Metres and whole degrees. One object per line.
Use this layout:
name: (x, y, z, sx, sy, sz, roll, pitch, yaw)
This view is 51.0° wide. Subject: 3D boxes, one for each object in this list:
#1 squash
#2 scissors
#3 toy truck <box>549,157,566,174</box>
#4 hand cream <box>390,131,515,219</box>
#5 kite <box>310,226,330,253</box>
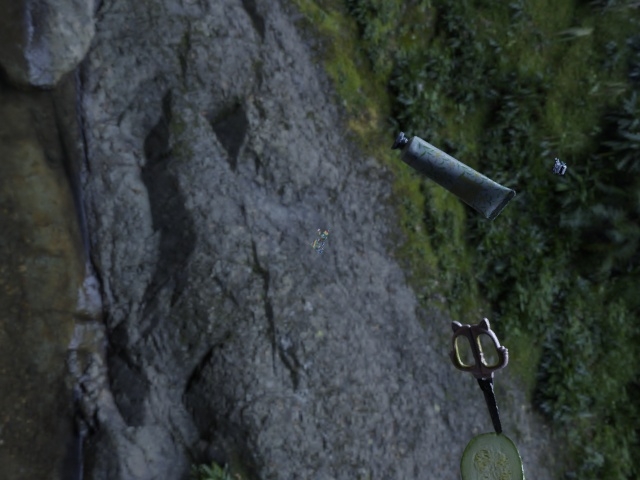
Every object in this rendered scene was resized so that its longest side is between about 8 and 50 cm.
squash: (0.510, 0.695, 1.990, 0.189, 0.189, 0.260, 52, 28, -63)
scissors: (0.423, 0.353, 1.733, 0.024, 0.160, 0.317, -28, 104, -55)
toy truck: (0.748, -0.230, 2.103, 0.083, 0.044, 0.039, -47, 155, -68)
hand cream: (0.195, -0.100, 1.013, 0.067, 0.194, 0.042, -59, 178, 39)
kite: (0.000, 0.000, 1.992, 0.122, 0.004, 0.090, -47, 142, -46)
